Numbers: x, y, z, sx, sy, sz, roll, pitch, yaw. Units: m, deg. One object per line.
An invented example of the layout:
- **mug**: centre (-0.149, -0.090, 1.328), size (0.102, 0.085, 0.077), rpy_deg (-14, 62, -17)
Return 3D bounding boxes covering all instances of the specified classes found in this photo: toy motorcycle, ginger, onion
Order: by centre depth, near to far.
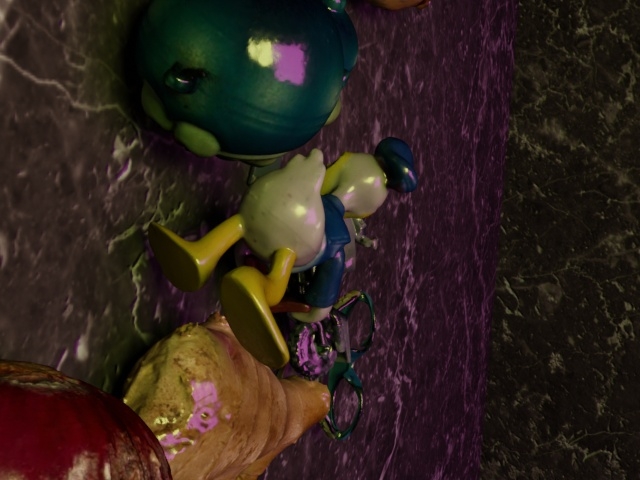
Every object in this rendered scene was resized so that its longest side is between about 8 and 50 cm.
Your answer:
- **onion**: centre (-0.224, 0.191, 0.475), size (0.206, 0.207, 0.216), rpy_deg (37, 58, -65)
- **ginger**: centre (-0.095, 0.228, 0.788), size (0.375, 0.166, 0.236), rpy_deg (38, 48, -48)
- **toy motorcycle**: centre (0.005, 0.050, 0.982), size (0.159, 0.106, 0.270), rpy_deg (-10, 95, -44)

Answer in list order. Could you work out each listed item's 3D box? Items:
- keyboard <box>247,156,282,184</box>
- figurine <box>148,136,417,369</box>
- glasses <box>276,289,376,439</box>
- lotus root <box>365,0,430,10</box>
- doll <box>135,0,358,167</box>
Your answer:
- **keyboard**: centre (-0.061, -0.148, 0.931), size (0.055, 0.014, 0.176), rpy_deg (34, 66, -61)
- **figurine**: centre (0.000, 0.000, 0.799), size (0.338, 0.204, 0.283), rpy_deg (-39, 161, -27)
- **glasses**: centre (0.014, 0.192, 1.072), size (0.207, 0.102, 0.239), rpy_deg (15, 83, -64)
- **lotus root**: centre (0.098, -0.441, 1.036), size (0.169, 0.151, 0.342), rpy_deg (-67, 159, 3)
- **doll**: centre (-0.063, -0.189, 0.707), size (0.186, 0.198, 0.322), rpy_deg (-55, 179, 32)
